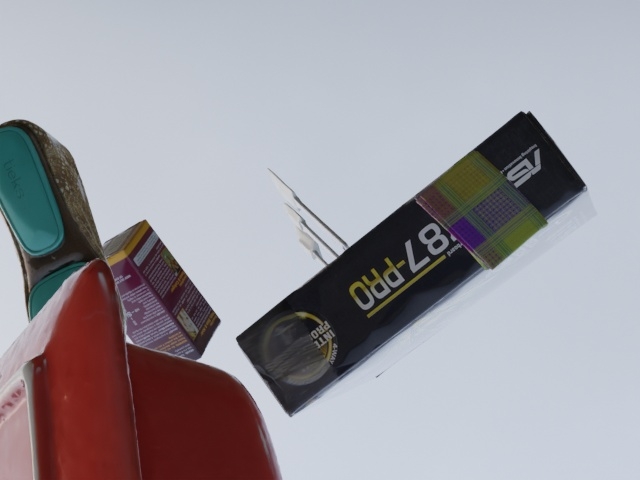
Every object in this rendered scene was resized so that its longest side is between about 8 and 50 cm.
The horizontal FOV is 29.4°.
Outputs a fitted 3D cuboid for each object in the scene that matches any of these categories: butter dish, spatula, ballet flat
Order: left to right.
[{"bbox_3d":[-0.166,0.016,0.817,0.073,0.206,0.067,-19,174,17],"label":"ballet flat"},{"bbox_3d":[-0.054,0.107,0.401,0.118,0.160,0.160,6,150,-33],"label":"butter dish"},{"bbox_3d":[0.000,0.000,1.882,0.019,0.168,0.242,-30,-139,-15],"label":"spatula"}]

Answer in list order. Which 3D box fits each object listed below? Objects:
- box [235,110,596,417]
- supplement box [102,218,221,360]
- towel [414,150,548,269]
[{"bbox_3d":[0.114,0.025,1.183,0.318,0.097,0.395,-36,171,9],"label":"box"},{"bbox_3d":[-0.232,0.080,1.685,0.081,0.188,0.104,-28,-163,22],"label":"supplement box"},{"bbox_3d":[0.114,-0.022,0.868,0.060,0.009,0.083,-39,-115,-10],"label":"towel"}]
